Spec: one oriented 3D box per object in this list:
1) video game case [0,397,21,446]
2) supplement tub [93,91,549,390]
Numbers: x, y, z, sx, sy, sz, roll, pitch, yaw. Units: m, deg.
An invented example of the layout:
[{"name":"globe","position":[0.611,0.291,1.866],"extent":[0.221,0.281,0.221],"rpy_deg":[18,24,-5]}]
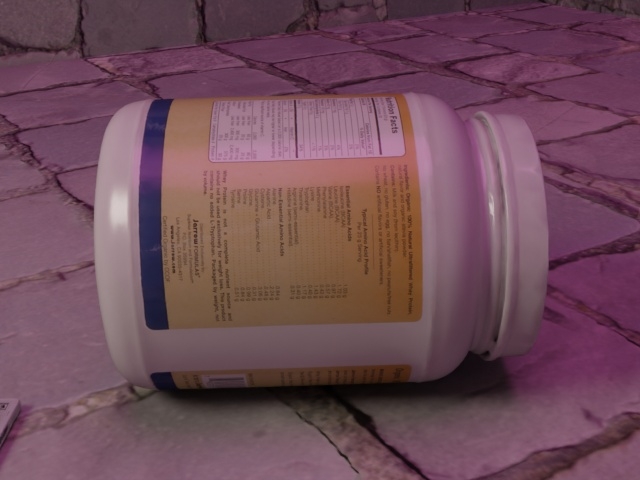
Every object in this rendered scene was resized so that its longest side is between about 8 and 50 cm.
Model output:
[{"name":"video game case","position":[-0.275,0.151,0.654],"extent":[0.087,0.011,0.122],"rpy_deg":[0,23,0]},{"name":"supplement tub","position":[0.000,0.000,0.722],"extent":[0.316,0.228,0.228],"rpy_deg":[-1,23,-2]}]
